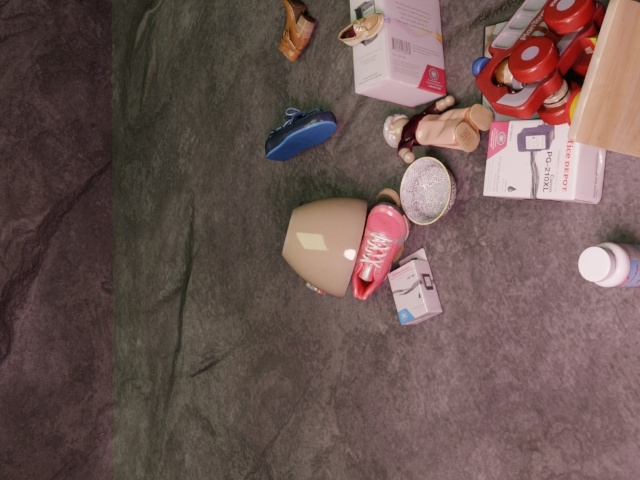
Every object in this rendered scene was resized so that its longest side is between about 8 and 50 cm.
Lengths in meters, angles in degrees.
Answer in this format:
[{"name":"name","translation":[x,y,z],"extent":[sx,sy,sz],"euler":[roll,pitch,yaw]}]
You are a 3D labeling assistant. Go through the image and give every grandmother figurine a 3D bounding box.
[{"name":"grandmother figurine","translation":[0.269,-0.275,1.846],"extent":[0.208,0.104,0.342],"euler":[-44,25,-17]}]

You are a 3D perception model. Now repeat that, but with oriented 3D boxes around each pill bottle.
[{"name":"pill bottle","translation":[0.574,0.048,1.418],"extent":[0.087,0.160,0.087],"euler":[-4,84,51]}]

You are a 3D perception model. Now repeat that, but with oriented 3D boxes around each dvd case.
[{"name":"dvd case","translation":[0.452,-0.394,1.708],"extent":[0.180,0.022,0.253],"euler":[1,89,51]}]

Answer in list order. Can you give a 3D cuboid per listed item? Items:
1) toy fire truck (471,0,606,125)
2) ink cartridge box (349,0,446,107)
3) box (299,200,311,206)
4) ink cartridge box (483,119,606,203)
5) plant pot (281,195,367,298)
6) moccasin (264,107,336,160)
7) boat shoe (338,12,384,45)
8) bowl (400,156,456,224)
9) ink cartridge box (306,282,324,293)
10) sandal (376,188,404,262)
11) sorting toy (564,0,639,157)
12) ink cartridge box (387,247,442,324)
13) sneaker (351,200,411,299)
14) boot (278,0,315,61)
[{"name":"toy fire truck","translation":[0.452,-0.390,1.537],"extent":[0.302,0.169,0.254],"euler":[-52,36,-4]},{"name":"ink cartridge box","translation":[0.198,-0.517,1.871],"extent":[0.131,0.226,0.306],"euler":[-15,75,48]},{"name":"box","translation":[-0.016,-0.007,2.245],"extent":[0.190,0.045,0.184],"euler":[32,110,48]},{"name":"ink cartridge box","translation":[0.485,-0.173,1.590],"extent":[0.237,0.100,0.172],"euler":[8,94,50]},{"name":"plant pot","translation":[0.000,0.000,2.003],"extent":[0.284,0.191,0.284],"euler":[-166,90,-86]},{"name":"moccasin","translation":[-0.081,-0.350,2.278],"extent":[0.342,0.137,0.117],"euler":[-17,70,48]},{"name":"boat shoe","translation":[0.098,-0.514,1.778],"extent":[0.135,0.045,0.050],"euler":[-24,69,47]},{"name":"bowl","translation":[0.289,-0.122,1.846],"extent":[0.170,0.080,0.170],"euler":[-6,83,51]},{"name":"ink cartridge box","translation":[0.015,0.142,2.181],"extent":[0.115,0.063,0.029],"euler":[24,105,49]},{"name":"sandal","translation":[0.197,-0.049,1.958],"extent":[0.088,0.079,0.240],"euler":[18,134,25]},{"name":"sorting toy","translation":[0.584,-0.295,1.369],"extent":[0.089,0.255,0.257],"euler":[-139,60,-63]},{"name":"ink cartridge box","translation":[0.240,0.119,1.906],"extent":[0.104,0.060,0.180],"euler":[-35,61,45]},{"name":"sneaker","translation":[0.150,0.039,1.898],"extent":[0.116,0.136,0.314],"euler":[21,136,10]},{"name":"boot","translation":[-0.099,-0.692,2.375],"extent":[0.152,0.073,0.197],"euler":[-59,44,36]}]
